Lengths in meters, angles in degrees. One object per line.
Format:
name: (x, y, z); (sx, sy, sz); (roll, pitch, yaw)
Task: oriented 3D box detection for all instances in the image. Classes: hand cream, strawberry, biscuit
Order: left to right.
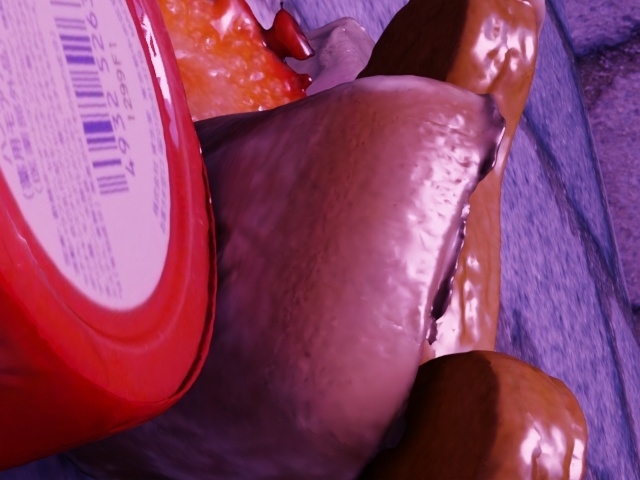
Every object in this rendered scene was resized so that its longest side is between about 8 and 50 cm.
hand cream: (-0.136, -0.031, 0.563); (0.230, 0.149, 0.230); (-16, 90, -77)
strawberry: (-0.076, -0.067, 0.879); (0.145, 0.086, 0.145); (13, 67, -33)
biscuit: (0.010, 0.117, 0.682); (0.064, 0.283, 0.432); (23, 43, -22)

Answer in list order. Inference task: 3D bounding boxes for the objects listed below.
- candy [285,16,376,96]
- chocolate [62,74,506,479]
candy: (0.000, 0.000, 1.019); (0.195, 0.137, 0.184); (-88, 156, -55)
chocolate: (-0.048, 0.017, 0.701); (0.083, 0.261, 0.161); (22, 73, -26)
